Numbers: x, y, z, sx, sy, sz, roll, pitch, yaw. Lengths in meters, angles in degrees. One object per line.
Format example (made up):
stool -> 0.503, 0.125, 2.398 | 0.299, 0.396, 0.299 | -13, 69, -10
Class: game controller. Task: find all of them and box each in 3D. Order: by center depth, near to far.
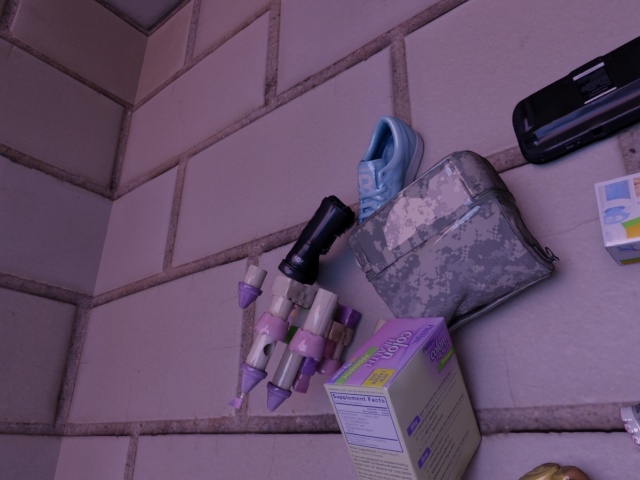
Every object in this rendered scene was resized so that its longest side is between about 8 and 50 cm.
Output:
game controller -> 0.512, -0.264, 0.911 | 0.319, 0.067, 0.167 | -26, 41, 32

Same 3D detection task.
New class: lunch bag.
lunch bag -> 0.236, 0.025, 0.921 | 0.305, 0.212, 0.256 | -37, 71, 26

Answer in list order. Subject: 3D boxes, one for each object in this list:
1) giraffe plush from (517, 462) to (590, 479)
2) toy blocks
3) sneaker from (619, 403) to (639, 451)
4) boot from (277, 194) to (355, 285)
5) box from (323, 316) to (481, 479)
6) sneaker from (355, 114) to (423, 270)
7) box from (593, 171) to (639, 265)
giraffe plush -> 0.319, 0.444, 0.704 | 0.210, 0.181, 0.171 | -32, 73, 16
toy blocks -> -0.053, 0.230, 1.041 | 0.308, 0.288, 0.260 | 14, 78, 43
sneaker -> 0.485, 0.290, 0.669 | 0.075, 0.063, 0.171 | -45, 42, 27
boot -> 0.000, 0.000, 1.173 | 0.094, 0.246, 0.207 | 38, 91, 6
box -> 0.143, 0.283, 0.812 | 0.117, 0.213, 0.243 | -9, 105, 40
sneaker -> 0.123, -0.111, 1.130 | 0.135, 0.150, 0.366 | 0, 71, 44
box -> 0.538, -0.044, 0.743 | 0.203, 0.103, 0.114 | -16, 61, 38
